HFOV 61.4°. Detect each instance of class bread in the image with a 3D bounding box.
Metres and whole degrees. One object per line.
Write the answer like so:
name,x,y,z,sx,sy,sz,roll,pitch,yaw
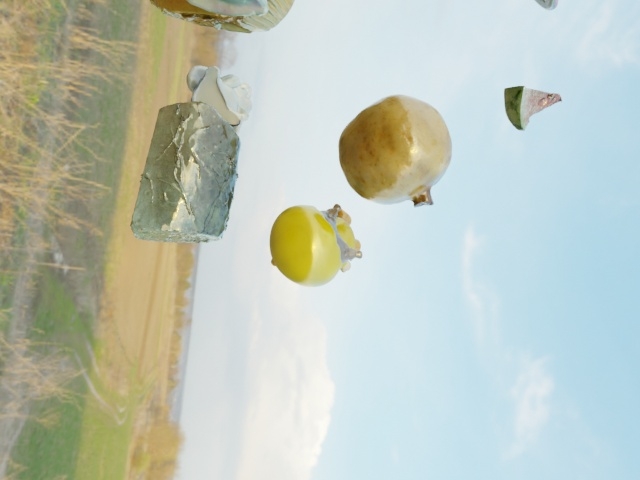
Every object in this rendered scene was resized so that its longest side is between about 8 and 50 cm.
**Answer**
bread,-0.262,-0.658,1.391,0.183,0.389,0.236,38,58,-70

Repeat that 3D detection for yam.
yam,-0.266,-0.131,1.096,0.202,0.201,0.271,171,-76,-74

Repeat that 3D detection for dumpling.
dumpling,-0.170,-0.476,0.931,0.149,0.105,0.216,-19,-79,48

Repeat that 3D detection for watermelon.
watermelon,0.605,-0.420,1.570,0.121,0.158,0.098,53,2,-30

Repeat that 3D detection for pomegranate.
pomegranate,0.188,-0.233,1.374,0.307,0.307,0.307,-174,-90,-77

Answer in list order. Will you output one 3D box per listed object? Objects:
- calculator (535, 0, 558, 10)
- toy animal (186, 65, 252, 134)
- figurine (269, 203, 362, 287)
calculator,0.710,-0.869,1.770,0.185,0.041,0.299,55,19,-47
toy animal,-0.334,-0.458,1.828,0.289,0.174,0.249,9,64,-71
figurine,0.000,0.000,1.429,0.187,0.215,0.344,-38,172,27
